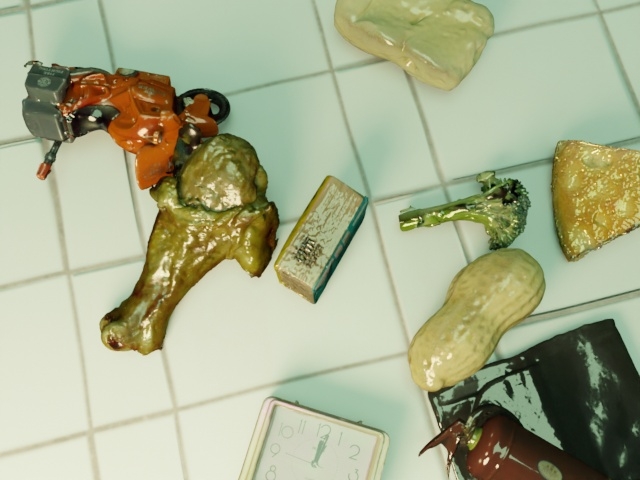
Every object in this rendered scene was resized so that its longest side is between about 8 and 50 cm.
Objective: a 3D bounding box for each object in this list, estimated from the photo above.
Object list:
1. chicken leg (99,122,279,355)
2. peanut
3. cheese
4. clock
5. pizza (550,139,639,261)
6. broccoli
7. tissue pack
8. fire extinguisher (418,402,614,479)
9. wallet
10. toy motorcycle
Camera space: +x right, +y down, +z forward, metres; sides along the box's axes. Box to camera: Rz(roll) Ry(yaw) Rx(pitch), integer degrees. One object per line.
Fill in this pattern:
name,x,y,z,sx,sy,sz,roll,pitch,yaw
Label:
chicken leg,-0.180,0.014,0.995,0.211,0.140,0.361,21,97,-8
peanut,0.226,0.116,0.974,0.123,0.123,0.257,43,86,10
cheese,0.152,-0.367,1.115,0.263,0.093,0.159,31,73,9
clock,-0.009,0.316,0.934,0.192,0.071,0.147,17,75,4
pizza,0.464,-0.057,1.047,0.188,0.080,0.204,8,84,25
broccoli,0.227,-0.042,1.031,0.204,0.118,0.122,-4,99,14
tissue pack,0.000,0.000,0.996,0.082,0.120,0.169,29,78,8
fire extinguisher,0.304,0.339,0.879,0.341,0.105,0.141,30,84,6
wallet,0.342,0.277,0.968,0.322,0.041,0.247,-17,77,-8
toy motorcycle,-0.319,-0.188,1.041,0.325,0.148,0.221,9,53,0
